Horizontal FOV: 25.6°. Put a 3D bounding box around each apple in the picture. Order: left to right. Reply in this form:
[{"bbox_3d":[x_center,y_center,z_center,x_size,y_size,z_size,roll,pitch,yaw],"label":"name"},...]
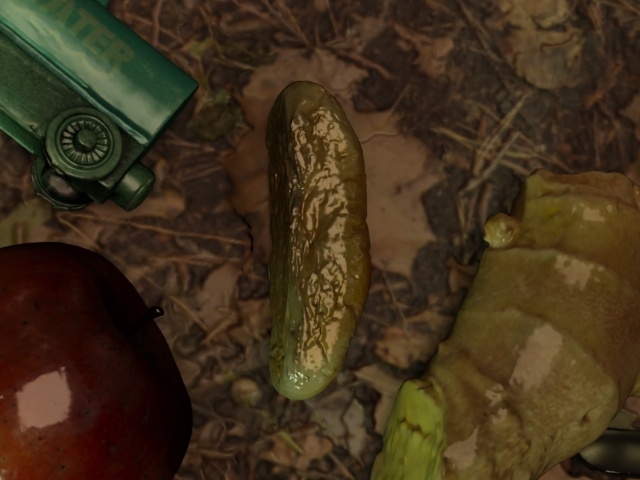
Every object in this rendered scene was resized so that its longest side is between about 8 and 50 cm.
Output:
[{"bbox_3d":[-0.198,0.112,0.950,0.234,0.234,0.234,1,82,-11],"label":"apple"}]

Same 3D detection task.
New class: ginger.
[{"bbox_3d":[0.149,0.103,1.075,0.190,0.126,0.354,43,80,-14],"label":"ginger"}]

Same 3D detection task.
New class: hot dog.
[{"bbox_3d":[0.000,0.000,1.076,0.073,0.084,0.243,0,81,-10],"label":"hot dog"}]

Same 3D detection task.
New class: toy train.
[{"bbox_3d":[-0.209,-0.134,1.051,0.248,0.101,0.159,38,64,-6],"label":"toy train"}]

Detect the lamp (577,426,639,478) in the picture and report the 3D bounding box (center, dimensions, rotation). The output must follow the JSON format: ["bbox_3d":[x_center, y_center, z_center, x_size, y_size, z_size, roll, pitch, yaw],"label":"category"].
[{"bbox_3d":[0.283,0.281,1.080,0.203,0.124,0.283,10,78,0],"label":"lamp"}]
